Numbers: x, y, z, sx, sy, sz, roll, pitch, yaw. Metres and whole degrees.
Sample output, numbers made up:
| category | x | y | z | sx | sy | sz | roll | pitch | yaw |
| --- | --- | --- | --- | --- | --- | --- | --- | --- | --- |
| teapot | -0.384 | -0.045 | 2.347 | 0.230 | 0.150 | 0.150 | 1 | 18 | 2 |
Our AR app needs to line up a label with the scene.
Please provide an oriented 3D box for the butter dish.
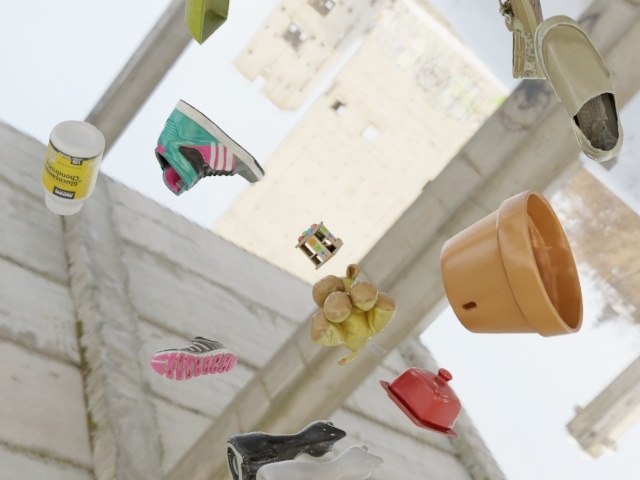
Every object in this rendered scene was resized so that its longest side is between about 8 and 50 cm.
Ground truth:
| category | x | y | z | sx | sy | sz | roll | pitch | yaw |
| --- | --- | --- | --- | --- | --- | --- | --- | --- | --- |
| butter dish | 0.229 | 0.316 | 1.791 | 0.160 | 0.118 | 0.160 | 28 | -170 | -45 |

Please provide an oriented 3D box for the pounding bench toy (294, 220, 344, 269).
| category | x | y | z | sx | sy | sz | roll | pitch | yaw |
| --- | --- | --- | --- | --- | --- | --- | --- | --- | --- |
| pounding bench toy | 0.000 | 0.000 | 1.544 | 0.065 | 0.052 | 0.083 | 47 | -152 | -4 |

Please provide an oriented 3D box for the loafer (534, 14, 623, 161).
| category | x | y | z | sx | sy | sz | roll | pitch | yaw |
| --- | --- | --- | --- | --- | --- | --- | --- | --- | --- |
| loafer | 0.450 | -0.258 | 1.465 | 0.268 | 0.102 | 0.092 | 61 | -172 | -9 |

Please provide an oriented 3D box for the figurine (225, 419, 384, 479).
| category | x | y | z | sx | sy | sz | roll | pitch | yaw |
| --- | --- | --- | --- | --- | --- | --- | --- | --- | --- |
| figurine | -0.024 | 0.370 | 1.455 | 0.210 | 0.092 | 0.215 | -13 | -166 | -26 |

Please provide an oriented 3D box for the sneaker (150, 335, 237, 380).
| category | x | y | z | sx | sy | sz | roll | pitch | yaw |
| --- | --- | --- | --- | --- | --- | --- | --- | --- | --- |
| sneaker | -0.252 | 0.226 | 1.688 | 0.170 | 0.063 | 0.075 | -2 | -156 | -26 |

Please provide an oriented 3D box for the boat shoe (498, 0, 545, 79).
| category | x | y | z | sx | sy | sz | roll | pitch | yaw |
| --- | --- | --- | --- | --- | --- | --- | --- | --- | --- |
| boat shoe | 0.409 | -0.429 | 1.765 | 0.285 | 0.089 | 0.104 | 58 | -147 | -47 |

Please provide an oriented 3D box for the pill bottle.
| category | x | y | z | sx | sy | sz | roll | pitch | yaw |
| --- | --- | --- | --- | --- | --- | --- | --- | --- | --- |
| pill bottle | -0.492 | -0.139 | 1.704 | 0.103 | 0.184 | 0.103 | 15 | -138 | -14 |

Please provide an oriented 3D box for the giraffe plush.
| category | x | y | z | sx | sy | sz | roll | pitch | yaw |
| --- | --- | --- | --- | --- | --- | --- | --- | --- | --- |
| giraffe plush | 0.052 | 0.133 | 1.802 | 0.170 | 0.181 | 0.210 | 60 | -179 | 44 |

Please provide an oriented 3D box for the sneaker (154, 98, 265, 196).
| category | x | y | z | sx | sy | sz | roll | pitch | yaw |
| --- | --- | --- | --- | --- | --- | --- | --- | --- | --- |
| sneaker | -0.263 | -0.166 | 1.945 | 0.124 | 0.178 | 0.295 | 35 | 177 | 46 |

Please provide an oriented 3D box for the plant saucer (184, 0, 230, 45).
| category | x | y | z | sx | sy | sz | roll | pitch | yaw |
| --- | --- | --- | --- | --- | --- | --- | --- | --- | --- |
| plant saucer | -0.214 | -0.492 | 1.656 | 0.045 | 0.188 | 0.188 | 14 | -149 | 4 |

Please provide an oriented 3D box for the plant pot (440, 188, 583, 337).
| category | x | y | z | sx | sy | sz | roll | pitch | yaw |
| --- | --- | --- | --- | --- | --- | --- | --- | --- | --- |
| plant pot | 0.372 | 0.065 | 1.718 | 0.291 | 0.204 | 0.290 | 37 | -136 | -47 |
